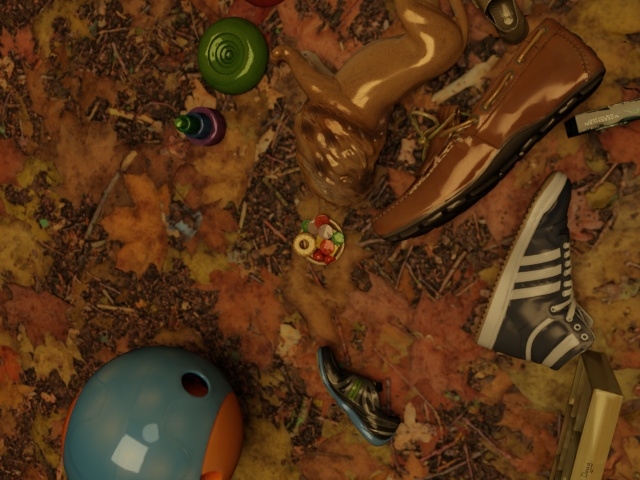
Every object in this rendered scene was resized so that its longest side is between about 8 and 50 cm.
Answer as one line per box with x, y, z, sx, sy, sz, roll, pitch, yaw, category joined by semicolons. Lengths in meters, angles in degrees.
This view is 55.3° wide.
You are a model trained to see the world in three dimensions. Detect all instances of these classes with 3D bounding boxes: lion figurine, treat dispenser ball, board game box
0.090;-0.243;0.886;0.392;0.142;0.240;-42;80;20;lion figurine
-0.271;0.319;1.004;0.288;0.288;0.288;2;98;18;treat dispenser ball
0.385;-0.161;0.779;0.126;0.186;0.026;-13;93;20;board game box

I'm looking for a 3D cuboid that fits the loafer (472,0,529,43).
0.247;-0.350;0.870;0.056;0.050;0.148;-39;85;19;loafer

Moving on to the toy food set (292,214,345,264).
0.000;0.000;1.014;0.083;0.020;0.083;32;106;12;toy food set

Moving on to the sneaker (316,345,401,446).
0.060;0.248;1.013;0.078;0.067;0.188;-40;82;-3;sneaker

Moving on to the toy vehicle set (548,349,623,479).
0.363;0.304;0.859;0.035;0.166;0.267;12;101;16;toy vehicle set

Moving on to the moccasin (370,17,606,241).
0.210;-0.147;0.866;0.147;0.139;0.380;48;111;13;moccasin

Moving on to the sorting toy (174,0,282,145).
-0.154;-0.324;0.966;0.127;0.126;0.366;27;104;13;sorting toy

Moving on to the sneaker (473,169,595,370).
0.337;0.052;0.868;0.153;0.099;0.282;23;111;19;sneaker
